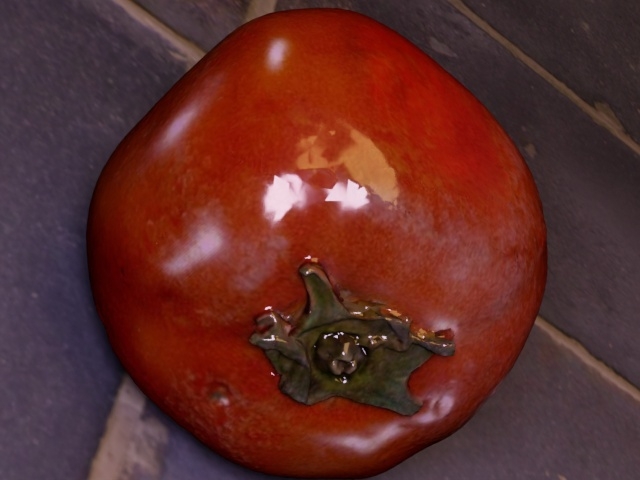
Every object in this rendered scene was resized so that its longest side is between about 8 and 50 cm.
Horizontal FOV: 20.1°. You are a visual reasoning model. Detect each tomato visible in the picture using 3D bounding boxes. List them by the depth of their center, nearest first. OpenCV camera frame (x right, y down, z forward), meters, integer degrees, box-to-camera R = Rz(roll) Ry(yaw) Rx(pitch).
[{"bbox_3d":[0.000,0.000,1.305,0.325,0.293,0.290,26,25,-21],"label":"tomato"}]
